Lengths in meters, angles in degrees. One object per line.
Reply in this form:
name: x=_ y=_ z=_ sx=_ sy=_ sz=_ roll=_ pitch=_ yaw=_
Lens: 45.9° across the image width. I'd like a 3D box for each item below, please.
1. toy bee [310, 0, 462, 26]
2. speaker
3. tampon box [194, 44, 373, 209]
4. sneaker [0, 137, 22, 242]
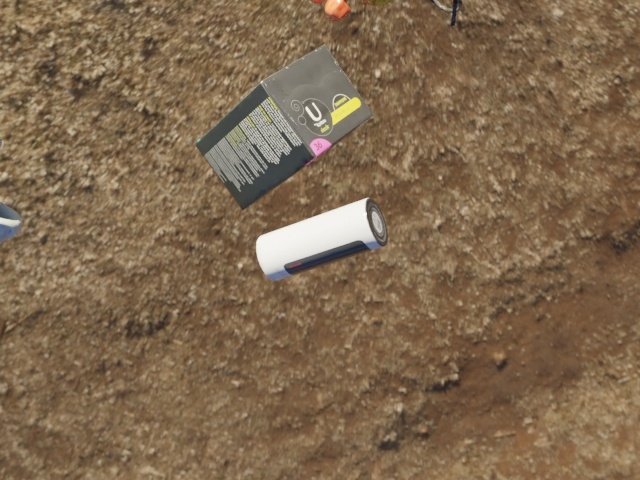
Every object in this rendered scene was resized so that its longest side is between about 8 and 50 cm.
toy bee: x=0.064 y=-0.256 z=0.619 sx=0.162 sy=0.195 sz=0.298 roll=-39 pitch=137 yaw=-13
speaker: x=0.000 y=0.000 z=0.813 sx=0.136 sy=0.055 sz=0.055 roll=-18 pitch=115 yaw=23
tampon box: x=-0.045 y=-0.129 z=0.883 sx=0.101 sy=0.120 sz=0.161 roll=54 pitch=140 yaw=-7
sneaker: x=-0.262 y=-0.073 z=0.504 sx=0.082 sy=0.071 sz=0.191 roll=-21 pitch=115 yaw=2
